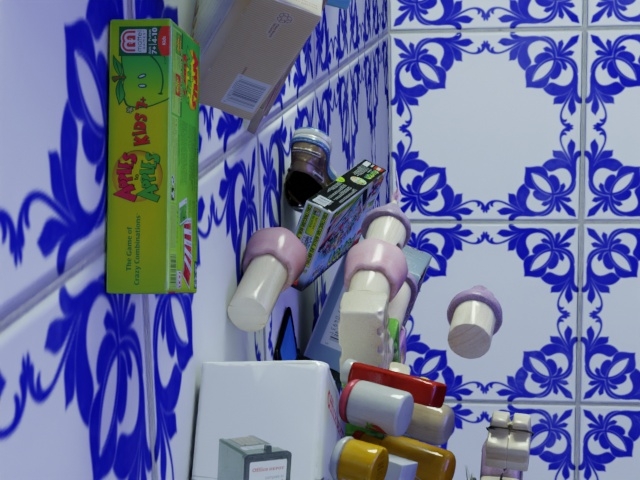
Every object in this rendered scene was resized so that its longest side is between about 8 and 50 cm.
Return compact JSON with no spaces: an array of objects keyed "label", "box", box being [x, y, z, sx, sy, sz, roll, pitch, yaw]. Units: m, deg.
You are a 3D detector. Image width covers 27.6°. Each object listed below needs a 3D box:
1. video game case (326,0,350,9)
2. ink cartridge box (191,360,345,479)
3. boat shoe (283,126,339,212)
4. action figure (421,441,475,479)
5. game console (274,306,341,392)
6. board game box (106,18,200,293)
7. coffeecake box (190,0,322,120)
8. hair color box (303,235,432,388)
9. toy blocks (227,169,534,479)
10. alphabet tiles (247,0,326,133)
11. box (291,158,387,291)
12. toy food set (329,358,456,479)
[{"label":"video game case","box":[0.061,-0.496,1.807,0.269,0.061,0.244,117,-13,-63]},{"label":"ink cartridge box","box":[-0.046,0.262,1.165,0.198,0.114,0.273,75,17,-67]},{"label":"boat shoe","box":[-0.017,-0.070,1.634,0.183,0.066,0.066,75,31,-62]},{"label":"action figure","box":[0.077,0.308,1.462,0.185,0.285,0.099,-75,163,-66]},{"label":"game console","box":[-0.014,0.156,1.612,0.071,0.107,0.122,-62,-174,27]},{"label":"board game box","box":[-0.114,-0.054,0.901,0.092,0.043,0.181,16,74,-83]},{"label":"coffeecake box","box":[-0.050,-0.218,1.072,0.142,0.068,0.185,131,-29,-50]},{"label":"hair color box","box":[0.074,0.099,1.916,0.374,0.113,0.185,-30,142,-82]},{"label":"toy blocks","box":[0.082,0.111,1.397,0.260,0.309,0.289,-66,157,-57]},{"label":"alphabet tiles","box":[0.011,-0.281,1.364,0.342,0.011,0.285,-64,-178,-26]},{"label":"box","box":[0.017,-0.023,1.632,0.207,0.036,0.114,-39,153,-62]},{"label":"toy food set","box":[0.046,0.171,1.183,0.232,0.104,0.111,13,90,-65]}]
